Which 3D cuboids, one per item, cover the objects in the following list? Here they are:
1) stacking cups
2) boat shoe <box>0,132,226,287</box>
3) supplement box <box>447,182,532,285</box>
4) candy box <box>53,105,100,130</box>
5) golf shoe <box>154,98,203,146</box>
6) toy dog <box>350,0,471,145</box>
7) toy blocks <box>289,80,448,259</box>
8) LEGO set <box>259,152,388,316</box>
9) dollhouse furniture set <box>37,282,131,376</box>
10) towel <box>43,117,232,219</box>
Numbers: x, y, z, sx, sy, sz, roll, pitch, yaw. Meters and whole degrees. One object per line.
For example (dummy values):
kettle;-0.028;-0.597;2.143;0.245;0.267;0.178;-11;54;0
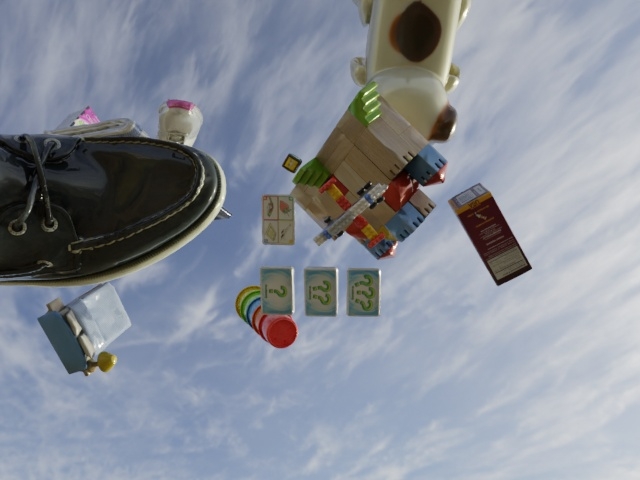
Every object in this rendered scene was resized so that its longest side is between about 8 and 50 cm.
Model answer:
stacking cups;-0.118;0.162;1.127;0.096;0.316;0.096;0;-89;-19
boat shoe;-0.253;-0.032;0.410;0.340;0.127;0.113;-6;-18;0
supplement box;0.351;-0.014;1.057;0.081;0.104;0.188;-30;-78;14
candy box;-0.658;-0.264;1.421;0.071;0.233;0.159;-23;-58;6
golf shoe;-0.376;-0.255;1.329;0.115;0.140;0.306;6;-17;-18
toy dog;0.212;-0.398;1.134;0.285;0.395;0.407;6;-90;-10
toy blocks;0.108;-0.099;1.022;0.261;0.191;0.381;45;-38;3
LEGO set;0.000;0.000;0.724;0.183;0.060;0.244;2;-77;4
dollhouse furniture set;-0.454;0.099;1.133;0.198;0.286;0.303;-19;-79;16
towel;-0.311;-0.110;0.892;0.209;0.034;0.285;-1;-28;27
